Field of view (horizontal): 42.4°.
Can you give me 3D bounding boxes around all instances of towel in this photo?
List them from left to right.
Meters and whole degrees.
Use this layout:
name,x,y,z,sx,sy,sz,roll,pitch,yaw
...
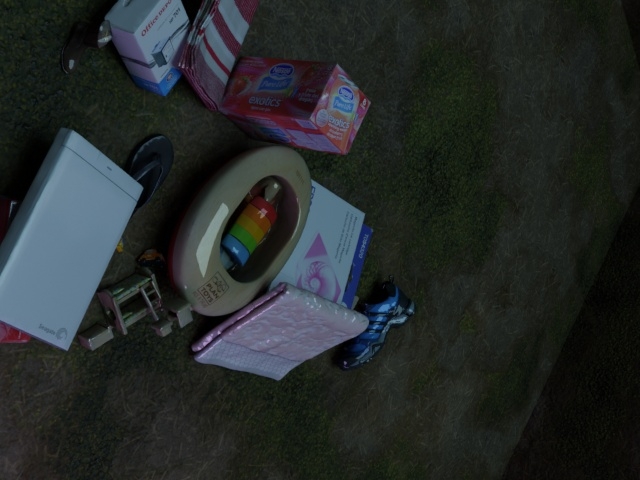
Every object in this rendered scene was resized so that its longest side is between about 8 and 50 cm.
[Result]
name,x,y,z,sx,sy,sz,roll,pitch,yaw
towel,-0.197,-0.461,1.747,0.237,0.037,0.329,57,52,-76
towel,-0.092,0.229,1.980,0.332,0.317,0.053,26,36,-50

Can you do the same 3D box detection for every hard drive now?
name,x,y,z,sx,sy,sz,roll,pitch,yaw
hard drive,-0.472,0.004,1.518,0.353,0.047,0.233,-68,151,-15

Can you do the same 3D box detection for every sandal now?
name,x,y,z,sx,sy,sz,roll,pitch,yaw
sandal,-0.377,-0.108,1.708,0.254,0.054,0.097,-59,137,-19

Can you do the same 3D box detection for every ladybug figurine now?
name,x,y,z,sx,sy,sz,roll,pitch,yaw
ladybug figurine,-0.195,-0.029,1.858,0.449,0.162,0.305,-52,135,-25

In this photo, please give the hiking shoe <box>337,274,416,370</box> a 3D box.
name,x,y,z,sx,sy,sz,roll,pitch,yaw
hiking shoe,0.138,0.247,2.392,0.304,0.113,0.132,-44,101,-24

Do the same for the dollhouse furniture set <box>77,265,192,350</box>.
name,x,y,z,sx,sy,sz,roll,pitch,yaw
dollhouse furniture set,-0.386,0.148,1.691,0.182,0.161,0.101,-35,125,-39

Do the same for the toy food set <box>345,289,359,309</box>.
name,x,y,z,sx,sy,sz,roll,pitch,yaw
toy food set,0.001,0.144,2.203,0.218,0.071,0.128,47,59,-40

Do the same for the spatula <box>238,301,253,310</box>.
name,x,y,z,sx,sy,sz,roll,pitch,yaw
spatula,-0.145,0.181,2.093,0.242,0.019,0.168,17,82,-51

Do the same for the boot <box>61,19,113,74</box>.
name,x,y,z,sx,sy,sz,roll,pitch,yaw
boot,-0.431,-0.357,1.527,0.037,0.114,0.106,10,94,-49

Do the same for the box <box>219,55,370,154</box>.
name,x,y,z,sx,sy,sz,roll,pitch,yaw
box,-0.063,-0.300,1.823,0.154,0.300,0.142,39,71,-46

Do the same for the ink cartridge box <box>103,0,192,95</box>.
name,x,y,z,sx,sy,sz,roll,pitch,yaw
ink cartridge box,-0.326,-0.400,1.617,0.140,0.082,0.191,-58,160,-19

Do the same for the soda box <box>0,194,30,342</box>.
name,x,y,z,sx,sy,sz,roll,pitch,yaw
soda box,-0.570,0.052,1.513,0.092,0.083,0.263,6,95,-50

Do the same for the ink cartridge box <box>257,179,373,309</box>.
name,x,y,z,sx,sy,sz,roll,pitch,yaw
ink cartridge box,0.009,0.047,2.106,0.330,0.071,0.324,29,68,-37

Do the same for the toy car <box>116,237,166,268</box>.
name,x,y,z,sx,sy,sz,roll,pitch,yaw
toy car,-0.377,0.019,1.749,0.122,0.060,0.040,49,32,-51
